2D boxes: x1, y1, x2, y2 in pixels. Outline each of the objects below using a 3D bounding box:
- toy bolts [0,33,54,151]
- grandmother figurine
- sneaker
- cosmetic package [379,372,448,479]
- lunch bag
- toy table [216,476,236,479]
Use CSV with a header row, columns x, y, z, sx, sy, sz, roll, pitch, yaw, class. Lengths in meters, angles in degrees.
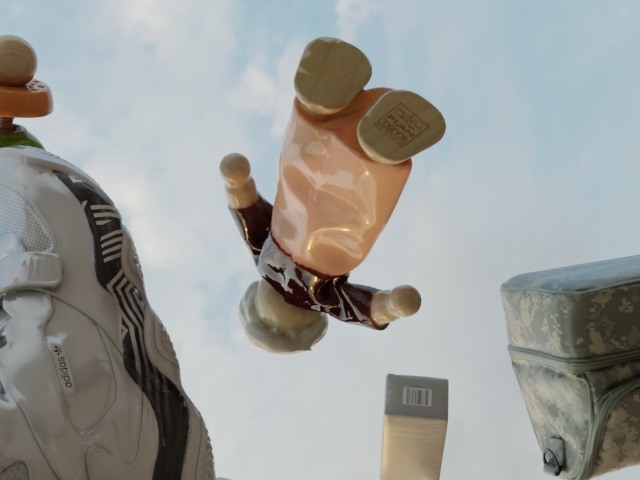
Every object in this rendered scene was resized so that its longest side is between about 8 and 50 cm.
x,y,z,sx,sy,sz,roll,pitch,yaw,class
-0.440,-0.159,0.964,0.228,0.218,0.159,-28,-48,-57,toy bolts
0.000,0.000,0.751,0.104,0.208,0.342,-33,-19,-33,grandmother figurine
-0.236,0.081,0.659,0.210,0.137,0.366,-8,-116,-51,sneaker
0.182,0.376,1.701,0.238,0.127,0.107,91,-175,-47,cosmetic package
0.406,0.155,1.094,0.305,0.212,0.256,-9,-86,-16,lunch bag
-0.204,0.364,1.045,0.252,0.161,0.274,14,-79,-48,toy table
